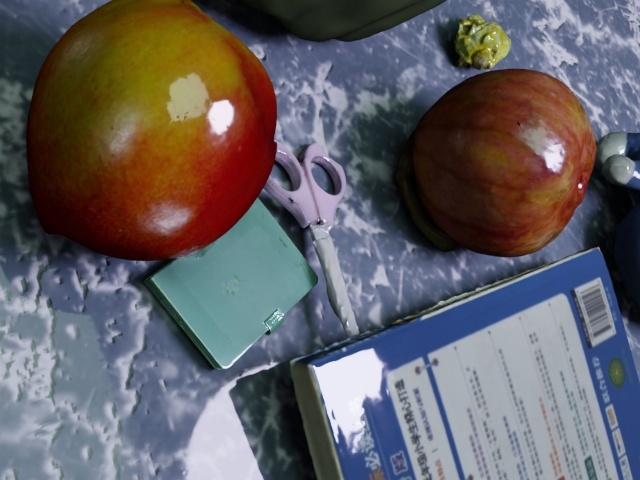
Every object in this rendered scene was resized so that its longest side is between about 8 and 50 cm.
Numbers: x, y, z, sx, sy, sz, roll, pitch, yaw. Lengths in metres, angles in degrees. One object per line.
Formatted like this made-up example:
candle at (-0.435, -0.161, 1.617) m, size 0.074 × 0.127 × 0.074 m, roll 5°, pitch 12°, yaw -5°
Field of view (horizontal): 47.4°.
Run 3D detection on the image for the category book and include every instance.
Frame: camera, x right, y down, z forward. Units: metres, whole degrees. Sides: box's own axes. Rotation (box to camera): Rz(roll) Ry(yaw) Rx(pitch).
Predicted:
book at (0.183, 0.194, 0.697) m, size 0.428 × 0.039 × 0.300 m, roll -14°, pitch 89°, yaw -37°
book at (-0.069, 0.036, 0.626) m, size 0.103 × 0.017 × 0.135 m, roll 52°, pitch 50°, yaw -6°

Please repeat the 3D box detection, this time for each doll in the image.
doll at (0.448, -0.015, 0.920) m, size 0.228 × 0.154 × 0.258 m, roll 24°, pitch 67°, yaw -28°

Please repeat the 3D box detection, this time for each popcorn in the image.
popcorn at (0.194, -0.239, 0.884) m, size 0.068 × 0.060 × 0.083 m, roll 0°, pitch 44°, yaw -4°

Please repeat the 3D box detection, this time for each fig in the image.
fig at (0.174, -0.079, 0.742) m, size 0.205 × 0.205 × 0.205 m, roll 12°, pitch 66°, yaw -29°

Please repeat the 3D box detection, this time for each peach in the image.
peach at (-0.125, -0.073, 0.538) m, size 0.197 × 0.197 × 0.197 m, roll 12°, pitch 66°, yaw -29°

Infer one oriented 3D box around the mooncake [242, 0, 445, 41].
mooncake at (-0.001, -0.360, 0.687) m, size 0.351 × 0.187 × 0.351 m, roll 20°, pitch 65°, yaw -49°

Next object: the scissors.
scissors at (0.000, 0.000, 0.671) m, size 0.110 × 0.021 × 0.212 m, roll 0°, pitch 66°, yaw -41°
